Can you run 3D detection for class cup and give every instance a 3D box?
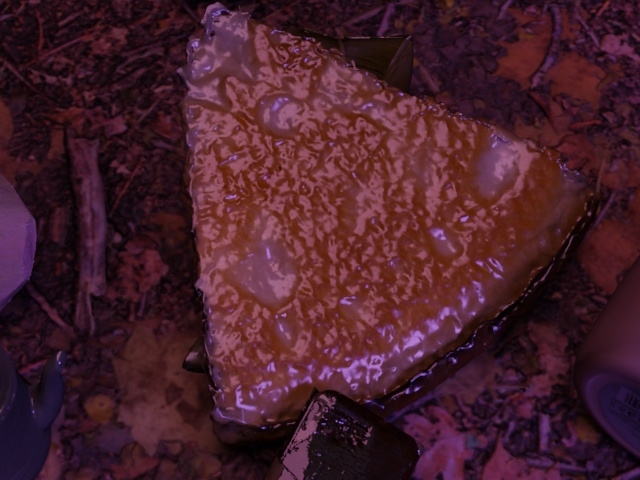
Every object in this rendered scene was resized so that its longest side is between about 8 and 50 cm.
[{"bbox_3d":[0.369,0.117,1.418,0.253,0.191,0.200,46,66,-11],"label":"cup"}]

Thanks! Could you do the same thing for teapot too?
[{"bbox_3d":[-0.341,0.150,1.389,0.239,0.149,0.162,-11,58,-9],"label":"teapot"}]

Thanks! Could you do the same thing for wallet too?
[{"bbox_3d":[-0.004,0.251,1.358,0.122,0.031,0.232,30,69,-7],"label":"wallet"}]

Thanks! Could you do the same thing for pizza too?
[{"bbox_3d":[0.020,0.026,1.472,0.435,0.080,0.392,23,74,-4],"label":"pizza"}]

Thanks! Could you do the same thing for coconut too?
[{"bbox_3d":[-0.355,0.007,1.485,0.171,0.183,0.171,-5,80,27],"label":"coconut"}]

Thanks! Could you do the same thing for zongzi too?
[{"bbox_3d":[-0.017,-0.133,1.613,0.204,0.094,0.205,11,57,3],"label":"zongzi"}]
